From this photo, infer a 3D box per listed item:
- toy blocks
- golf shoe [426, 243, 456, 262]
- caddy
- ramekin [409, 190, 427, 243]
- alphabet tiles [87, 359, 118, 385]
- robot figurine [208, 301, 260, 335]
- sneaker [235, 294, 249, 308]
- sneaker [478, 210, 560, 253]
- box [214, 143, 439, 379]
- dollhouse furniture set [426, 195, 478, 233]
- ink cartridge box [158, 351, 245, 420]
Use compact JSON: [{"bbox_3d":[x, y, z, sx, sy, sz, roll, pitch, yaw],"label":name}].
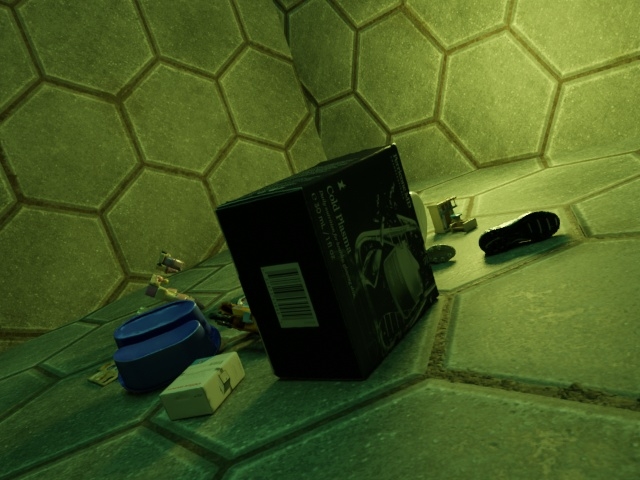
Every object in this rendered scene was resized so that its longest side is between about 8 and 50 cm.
[{"bbox_3d":[-0.610,0.235,2.283,0.260,0.308,0.288,21,-8,-13],"label":"toy blocks"},{"bbox_3d":[0.403,0.047,1.913,0.176,0.069,0.086,-13,6,27],"label":"golf shoe"},{"bbox_3d":[-0.492,0.344,1.698,0.342,0.179,0.241,-20,33,-8],"label":"caddy"},{"bbox_3d":[0.319,-0.064,2.091,0.135,0.277,0.277,-3,17,30],"label":"ramekin"},{"bbox_3d":[-0.680,0.440,1.985,0.343,0.011,0.285,-28,14,-39],"label":"alphabet tiles"},{"bbox_3d":[-0.224,0.255,1.709,0.291,0.085,0.211,2,-16,46],"label":"robot figurine"},{"bbox_3d":[-0.261,0.244,2.122,0.098,0.083,0.223,4,19,9],"label":"sneaker"},{"bbox_3d":[0.659,-0.036,1.784,0.272,0.100,0.108,-17,5,12],"label":"sneaker"},{"bbox_3d":[0.046,0.043,1.424,0.298,0.479,0.472,-10,15,36],"label":"box"},{"bbox_3d":[0.572,-0.113,2.246,0.129,0.129,0.184,-25,11,-29],"label":"dollhouse furniture set"},{"bbox_3d":[-0.309,0.382,1.411,0.140,0.082,0.190,-16,12,22],"label":"ink cartridge box"}]
